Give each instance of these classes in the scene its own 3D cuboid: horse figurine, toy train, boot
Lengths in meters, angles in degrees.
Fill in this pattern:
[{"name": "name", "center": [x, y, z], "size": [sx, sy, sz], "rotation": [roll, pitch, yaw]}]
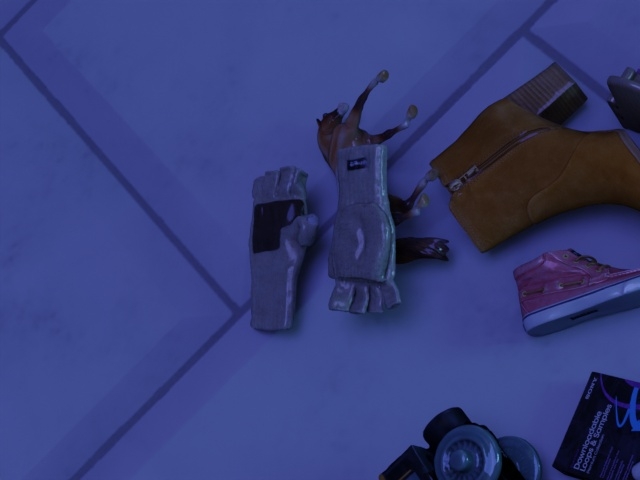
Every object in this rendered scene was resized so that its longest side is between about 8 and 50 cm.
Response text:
[{"name": "horse figurine", "center": [0.066, -0.076, 1.689], "size": [0.174, 0.066, 0.263], "rotation": [-39, 62, 44]}, {"name": "toy train", "center": [0.181, 0.335, 1.439], "size": [0.190, 0.142, 0.334], "rotation": [-45, 58, 16]}, {"name": "boot", "center": [0.266, -0.051, 1.592], "size": [0.211, 0.104, 0.295], "rotation": [-43, 51, 9]}]

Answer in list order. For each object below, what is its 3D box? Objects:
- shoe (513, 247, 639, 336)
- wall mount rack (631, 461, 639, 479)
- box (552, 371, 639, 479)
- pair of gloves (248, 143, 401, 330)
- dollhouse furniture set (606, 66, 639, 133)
[{"name": "shoe", "center": [0.299, 0.041, 1.545], "size": [0.178, 0.063, 0.081], "rotation": [-21, 66, 22]}, {"name": "wall mount rack", "center": [0.455, 0.244, 1.260], "size": [0.304, 0.130, 0.350], "rotation": [-20, 62, 9]}, {"name": "box", "center": [0.324, 0.205, 1.447], "size": [0.162, 0.029, 0.116], "rotation": [9, 70, 54]}, {"name": "pair of gloves", "center": [0.000, 0.000, 1.681], "size": [0.240, 0.042, 0.204], "rotation": [-14, 74, 42]}, {"name": "dollhouse furniture set", "center": [0.493, -0.244, 1.498], "size": [0.286, 0.198, 0.303], "rotation": [26, 81, 32]}]
